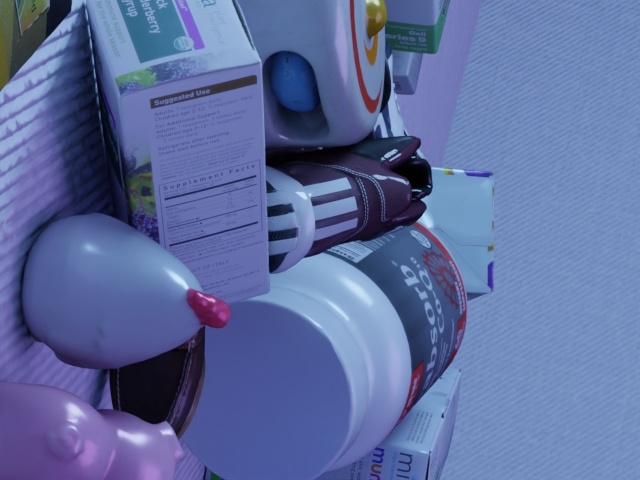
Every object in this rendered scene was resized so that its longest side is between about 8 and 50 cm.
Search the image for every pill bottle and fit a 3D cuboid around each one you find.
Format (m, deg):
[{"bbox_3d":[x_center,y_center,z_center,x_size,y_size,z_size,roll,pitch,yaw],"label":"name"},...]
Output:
[{"bbox_3d":[0.002,0.097,1.588,0.363,0.210,0.210,-34,135,-69],"label":"pill bottle"}]

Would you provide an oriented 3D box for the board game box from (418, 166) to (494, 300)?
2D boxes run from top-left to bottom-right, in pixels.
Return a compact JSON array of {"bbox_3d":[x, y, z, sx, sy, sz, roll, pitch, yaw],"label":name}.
[{"bbox_3d":[0.095,0.007,1.998,0.275,0.144,0.142,146,-53,-73],"label":"board game box"}]

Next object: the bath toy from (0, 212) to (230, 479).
[{"bbox_3d":[-0.146,0.156,1.040,0.151,0.129,0.348,72,29,-72],"label":"bath toy"}]

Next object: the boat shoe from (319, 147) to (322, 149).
[{"bbox_3d":[-0.021,-0.215,1.468,0.116,0.096,0.324,-84,-178,-69],"label":"boat shoe"}]

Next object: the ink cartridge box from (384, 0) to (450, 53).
[{"bbox_3d":[0.094,-0.377,1.904,0.289,0.121,0.211,80,22,-65],"label":"ink cartridge box"}]

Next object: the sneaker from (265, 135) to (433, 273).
[{"bbox_3d":[0.001,-0.035,1.337,0.281,0.162,0.106,-149,-133,-72],"label":"sneaker"}]

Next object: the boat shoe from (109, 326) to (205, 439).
[{"bbox_3d":[-0.121,0.052,1.263,0.073,0.073,0.207,63,32,-73],"label":"boat shoe"}]

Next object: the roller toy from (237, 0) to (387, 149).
[{"bbox_3d":[-0.023,-0.163,1.244,0.209,0.146,0.191,-25,113,-78],"label":"roller toy"}]

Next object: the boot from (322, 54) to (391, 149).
[{"bbox_3d":[0.019,-0.197,1.680,0.236,0.085,0.179,93,-6,-67],"label":"boot"}]

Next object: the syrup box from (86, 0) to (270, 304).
[{"bbox_3d":[-0.092,-0.058,1.124,0.237,0.096,0.093,89,-18,-51],"label":"syrup box"}]

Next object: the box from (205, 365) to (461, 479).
[{"bbox_3d":[0.020,0.209,1.824,0.262,0.231,0.127,-54,154,-71],"label":"box"}]

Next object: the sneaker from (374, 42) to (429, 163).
[{"bbox_3d":[0.061,-0.163,1.937,0.235,0.094,0.153,25,68,-49],"label":"sneaker"}]

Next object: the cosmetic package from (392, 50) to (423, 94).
[{"bbox_3d":[0.100,-0.312,2.157,0.117,0.085,0.231,48,52,-79],"label":"cosmetic package"}]

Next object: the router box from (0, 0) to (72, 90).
[{"bbox_3d":[-0.168,-0.180,0.621,0.243,0.081,0.309,-66,165,-56],"label":"router box"}]
